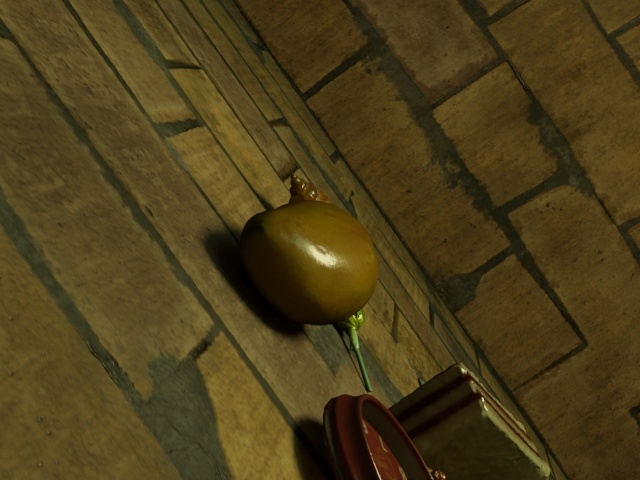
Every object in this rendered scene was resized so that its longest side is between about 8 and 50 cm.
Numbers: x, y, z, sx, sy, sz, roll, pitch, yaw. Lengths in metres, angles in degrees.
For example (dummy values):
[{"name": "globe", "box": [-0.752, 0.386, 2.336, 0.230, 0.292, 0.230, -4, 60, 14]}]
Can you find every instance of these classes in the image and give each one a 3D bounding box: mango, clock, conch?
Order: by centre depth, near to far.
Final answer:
[{"name": "clock", "box": [0.092, 0.346, 1.263, 0.318, 0.080, 0.318, 57, 10, -17]}, {"name": "mango", "box": [-0.019, 0.032, 1.507, 0.211, 0.173, 0.317, 57, 17, 14]}, {"name": "conch", "box": [-0.005, 0.002, 1.938, 0.109, 0.093, 0.330, 40, -28, 54]}]

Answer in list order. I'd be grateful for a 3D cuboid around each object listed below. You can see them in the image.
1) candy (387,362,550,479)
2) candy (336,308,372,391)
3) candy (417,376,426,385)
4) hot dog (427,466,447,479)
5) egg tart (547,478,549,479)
[{"name": "candy", "box": [0.261, 0.363, 1.703, 0.320, 0.179, 0.135, 46, 13, -45]}, {"name": "candy", "box": [0.065, 0.190, 1.752, 0.058, 0.062, 0.193, 111, -28, -45]}, {"name": "candy", "box": [0.259, 0.355, 2.144, 0.088, 0.038, 0.136, 39, 7, -15]}, {"name": "hot dog", "box": [0.217, 0.440, 1.546, 0.249, 0.076, 0.102, 50, 8, -22]}, {"name": "egg tart", "box": [0.418, 0.542, 1.914, 0.341, 0.132, 0.341, 45, 10, -10]}]
